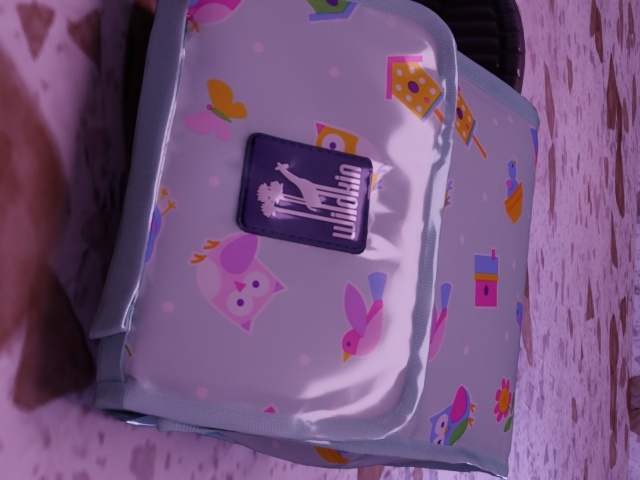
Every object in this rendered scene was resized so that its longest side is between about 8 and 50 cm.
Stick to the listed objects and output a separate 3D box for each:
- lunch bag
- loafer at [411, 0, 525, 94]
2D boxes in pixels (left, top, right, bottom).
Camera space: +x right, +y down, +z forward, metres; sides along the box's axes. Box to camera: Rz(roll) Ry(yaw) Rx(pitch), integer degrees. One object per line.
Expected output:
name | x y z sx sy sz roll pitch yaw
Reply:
lunch bag | 0.000 0.000 0.569 0.262 0.160 0.223 26 68 -54
loafer | 0.070 -0.028 0.810 0.130 0.134 0.365 69 29 -67
